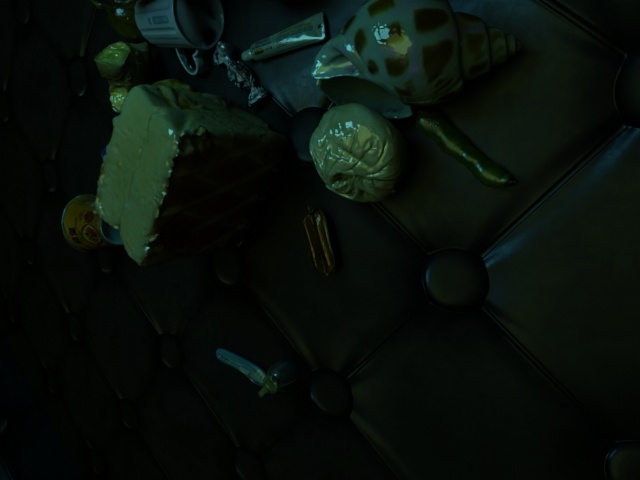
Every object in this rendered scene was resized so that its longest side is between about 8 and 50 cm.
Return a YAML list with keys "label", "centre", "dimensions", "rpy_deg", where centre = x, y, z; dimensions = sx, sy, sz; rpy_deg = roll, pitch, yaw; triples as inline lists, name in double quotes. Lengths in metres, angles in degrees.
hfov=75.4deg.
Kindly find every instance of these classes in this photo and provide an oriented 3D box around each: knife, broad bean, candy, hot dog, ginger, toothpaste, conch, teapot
- label: "knife"
  centre: [-0.257, 0.404, 1.327]
  dimensions: [0.222, 0.031, 0.064]
  rpy_deg: [17, 112, 31]
- label: "broad bean"
  centre: [0.285, -0.185, 0.839]
  dimensions: [0.052, 0.053, 0.256]
  rpy_deg: [-42, 73, -7]
- label: "candy"
  centre: [-0.223, -0.451, 1.129]
  dimensions: [0.226, 0.051, 0.094]
  rpy_deg: [51, 132, 17]
- label: "hot dog"
  centre: [0.000, 0.000, 1.062]
  dimensions: [0.072, 0.055, 0.188]
  rpy_deg: [-12, 92, 32]
- label: "ginger"
  centre: [-0.577, -0.478, 1.285]
  dimensions: [0.123, 0.218, 0.270]
  rpy_deg: [16, 143, 6]
- label: "toothpaste"
  centre: [-0.097, -0.498, 1.040]
  dimensions: [0.256, 0.037, 0.067]
  rpy_deg: [-5, 91, 31]
- label: "conch"
  centre: [0.170, -0.349, 0.800]
  dimensions: [0.368, 0.249, 0.197]
  rpy_deg: [26, 68, 22]
- label: "teapot"
  centre: [-0.125, 0.417, 1.206]
  dimensions: [0.092, 0.091, 0.124]
  rpy_deg: [22, 110, 30]

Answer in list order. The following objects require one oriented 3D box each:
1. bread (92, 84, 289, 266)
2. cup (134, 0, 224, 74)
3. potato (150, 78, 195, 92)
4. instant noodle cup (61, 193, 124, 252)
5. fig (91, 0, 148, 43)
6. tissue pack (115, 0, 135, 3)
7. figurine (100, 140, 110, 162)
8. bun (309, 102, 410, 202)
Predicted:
- label: "bread"
  centre: [-0.322, -0.171, 1.050]
  dimensions: [0.279, 0.390, 0.371]
  rpy_deg: [36, 118, 18]
- label: "cup"
  centre: [-0.398, -0.591, 1.144]
  dimensions: [0.202, 0.167, 0.220]
  rpy_deg: [16, 99, 34]
- label: "potato"
  centre: [-0.495, -0.316, 1.262]
  dimensions: [0.195, 0.176, 0.369]
  rpy_deg: [38, 112, 19]
- label: "instant noodle cup"
  centre: [-0.775, -0.060, 1.487]
  dimensions: [0.173, 0.216, 0.215]
  rpy_deg: [2, 101, 24]
- label: "fig"
  centre: [-0.571, -0.678, 1.234]
  dimensions: [0.142, 0.186, 0.147]
  rpy_deg: [-14, 100, 18]
- label: "tissue pack"
  centre: [-0.363, -0.779, 0.996]
  dimensions: [0.390, 0.195, 0.375]
  rpy_deg: [4, 59, 38]
- label: "figurine"
  centre: [-0.673, -0.311, 1.411]
  dimensions: [0.164, 0.121, 0.262]
  rpy_deg: [29, 112, 30]
- label: "bun"
  centre: [0.077, -0.175, 0.898]
  dimensions: [0.229, 0.145, 0.229]
  rpy_deg: [32, 159, 14]
